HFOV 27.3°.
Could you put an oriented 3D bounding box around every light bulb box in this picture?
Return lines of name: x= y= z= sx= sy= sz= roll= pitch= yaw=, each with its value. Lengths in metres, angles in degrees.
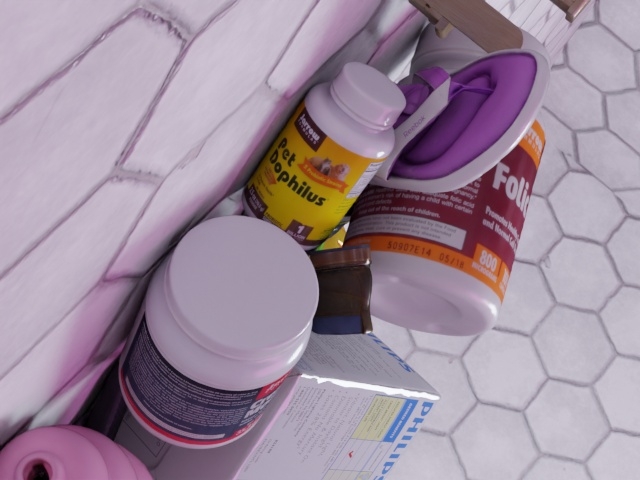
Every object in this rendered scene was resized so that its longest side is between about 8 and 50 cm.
light bulb box: x=-0.081 y=0.280 z=1.885 sx=0.361 sy=0.225 sz=0.358 roll=16 pitch=111 yaw=-53

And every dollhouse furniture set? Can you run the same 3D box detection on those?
dollhouse furniture set: x=0.277 y=-0.339 z=1.719 sx=0.303 sy=0.174 sz=0.355 roll=-50 pitch=173 yaw=3

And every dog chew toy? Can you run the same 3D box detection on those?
dog chew toy: x=-0.293 y=0.306 z=1.512 sx=0.206 sy=0.207 sz=0.332 roll=-48 pitch=165 yaw=-17

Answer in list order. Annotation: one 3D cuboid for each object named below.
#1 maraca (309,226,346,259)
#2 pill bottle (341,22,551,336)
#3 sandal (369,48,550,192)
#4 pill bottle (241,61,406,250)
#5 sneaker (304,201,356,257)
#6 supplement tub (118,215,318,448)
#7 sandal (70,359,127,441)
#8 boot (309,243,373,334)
maraca: x=0.000 y=0.000 z=2.133 sx=0.127 sy=0.099 sz=0.185 roll=-174 pitch=-81 yaw=-86
pill bottle: x=0.175 y=-0.089 z=1.771 sx=0.224 sy=0.224 sz=0.392 roll=111 pitch=-3 yaw=-70
sandal: x=0.106 y=-0.141 z=1.576 sx=0.416 sy=0.102 sz=0.169 roll=-11 pitch=-122 yaw=58
pill bottle: x=0.007 y=-0.098 z=1.521 sx=0.215 sy=0.117 sz=0.117 roll=-54 pitch=172 yaw=30
sneaker: x=-0.034 y=-0.028 z=1.801 sx=0.121 sy=0.111 sz=0.300 roll=-39 pitch=178 yaw=37
supplement tub: x=-0.121 y=0.111 z=1.532 sx=0.191 sy=0.191 sz=0.272 roll=-45 pitch=172 yaw=-34
sandal: x=-0.298 y=0.240 z=1.741 sx=0.254 sy=0.054 sz=0.097 roll=-63 pitch=175 yaw=24
boot: x=-0.025 y=0.071 z=1.596 sx=0.219 sy=0.106 sz=0.082 roll=-12 pitch=175 yaw=43
